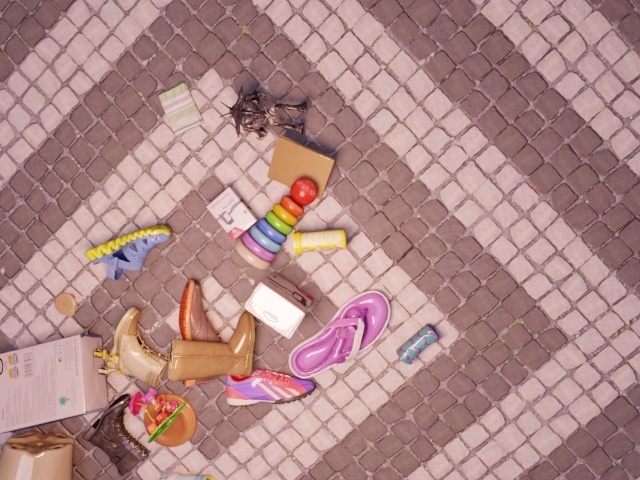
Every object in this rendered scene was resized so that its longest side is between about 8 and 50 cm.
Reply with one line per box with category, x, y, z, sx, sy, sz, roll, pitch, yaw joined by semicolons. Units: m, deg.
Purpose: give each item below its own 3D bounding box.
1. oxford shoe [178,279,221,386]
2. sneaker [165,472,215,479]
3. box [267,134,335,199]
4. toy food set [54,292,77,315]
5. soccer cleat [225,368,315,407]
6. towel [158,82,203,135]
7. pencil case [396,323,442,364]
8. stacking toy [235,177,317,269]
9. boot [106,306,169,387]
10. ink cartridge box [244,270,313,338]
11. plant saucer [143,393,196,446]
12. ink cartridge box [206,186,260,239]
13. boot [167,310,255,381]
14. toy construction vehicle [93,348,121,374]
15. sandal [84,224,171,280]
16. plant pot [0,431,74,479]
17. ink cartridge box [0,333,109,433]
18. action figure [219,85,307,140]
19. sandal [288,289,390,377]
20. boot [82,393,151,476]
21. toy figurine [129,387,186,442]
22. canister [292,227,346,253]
oxford shoe;-0.420;0.317;1.705;0.132;0.130;0.365;-1;90;-25
sneaker;-0.437;0.991;1.746;0.208;0.127;0.320;-8;95;8
box;-0.066;-0.238;1.609;0.201;0.021;0.165;24;129;3
toy food set;-0.927;0.230;1.776;0.083;0.020;0.083;20;97;4
soccer cleat;-0.177;0.499;1.689;0.317;0.108;0.117;-8;90;9
towel;-0.480;-0.449;1.670;0.113;0.023;0.152;-24;92;6
pencil case;0.330;0.351;1.643;0.151;0.064;0.070;-44;74;8
stacking toy;-0.134;-0.069;1.607;0.141;0.141;0.330;38;99;1
boot;-0.625;0.379;1.719;0.203;0.095;0.262;22;103;5
ink cartridge box;-0.128;0.202;1.586;0.171;0.237;0.100;34;97;1
plant saucer;-0.551;0.658;1.771;0.199;0.037;0.200;0;96;5
ink cartridge box;-0.298;-0.093;1.664;0.109;0.063;0.150;-39;91;8
boot;-0.357;0.345;1.620;0.269;0.089;0.237;7;74;-23
toy construction vehicle;-0.738;0.421;1.695;0.098;0.035;0.086;5;96;14
sandal;-0.649;0.042;1.690;0.317;0.126;0.138;-21;96;15
plant pot;-1.015;0.859;1.717;0.333;0.334;0.306;7;84;5
ink cartridge box;-0.967;0.501;1.699;0.394;0.151;0.270;-14;73;3
action figure;-0.188;-0.406;1.591;0.275;0.141;0.164;5;98;-11
sandal;0.071;0.337;1.647;0.416;0.102;0.169;-41;90;7
boot;-0.710;0.708;1.776;0.229;0.091;0.263;43;102;-5
toy figurine;-0.586;0.582;1.704;0.159;0.130;0.173;41;76;10
canister;0.000;0.000;1.613;0.169;0.126;0.074;-5;95;4
